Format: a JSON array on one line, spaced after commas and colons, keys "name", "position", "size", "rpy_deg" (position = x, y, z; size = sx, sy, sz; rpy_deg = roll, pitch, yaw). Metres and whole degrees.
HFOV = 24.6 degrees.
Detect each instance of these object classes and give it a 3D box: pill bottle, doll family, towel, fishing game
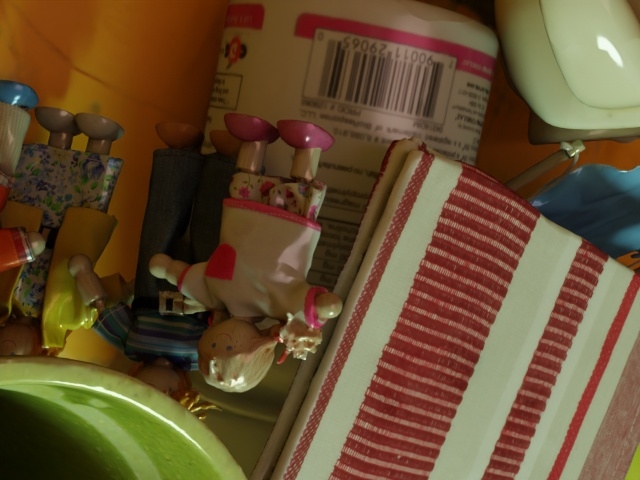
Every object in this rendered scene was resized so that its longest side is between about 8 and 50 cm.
[{"name": "pill bottle", "position": [0.000, 0.000, 0.865], "size": [0.160, 0.160, 0.283], "rpy_deg": [9, 95, -39]}, {"name": "doll family", "position": [-0.102, 0.017, 0.777], "size": [0.118, 0.263, 0.163], "rpy_deg": [42, 59, -70]}, {"name": "towel", "position": [0.094, 0.099, 0.854], "size": [0.329, 0.037, 0.237], "rpy_deg": [27, 84, -48]}, {"name": "fishing game", "position": [0.181, -0.016, 0.996], "size": [0.264, 0.189, 0.041], "rpy_deg": [14, 51, -50]}]

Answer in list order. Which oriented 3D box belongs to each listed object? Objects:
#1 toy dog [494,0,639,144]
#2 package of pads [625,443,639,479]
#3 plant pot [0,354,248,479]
[{"name": "toy dog", "position": [0.204, -0.268, 0.907], "size": [0.395, 0.285, 0.407], "rpy_deg": [-4, 90, -45]}, {"name": "package of pads", "position": [0.230, 0.186, 1.112], "size": [0.297, 0.101, 0.229], "rpy_deg": [24, 84, -45]}, {"name": "plant pot", "position": [-0.204, 0.158, 0.681], "size": [0.276, 0.254, 0.276], "rpy_deg": [-9, 106, -36]}]
